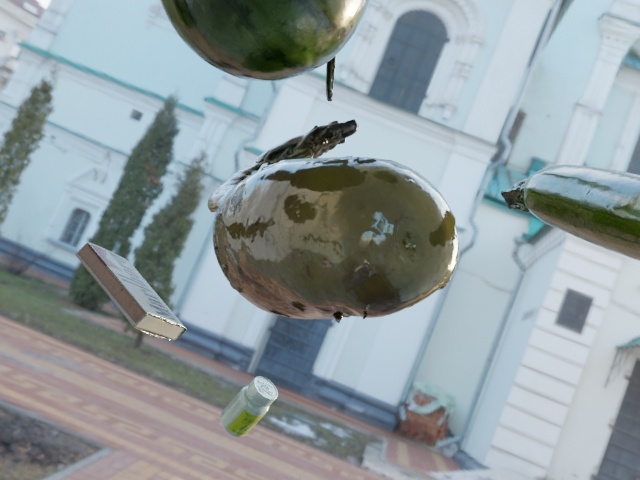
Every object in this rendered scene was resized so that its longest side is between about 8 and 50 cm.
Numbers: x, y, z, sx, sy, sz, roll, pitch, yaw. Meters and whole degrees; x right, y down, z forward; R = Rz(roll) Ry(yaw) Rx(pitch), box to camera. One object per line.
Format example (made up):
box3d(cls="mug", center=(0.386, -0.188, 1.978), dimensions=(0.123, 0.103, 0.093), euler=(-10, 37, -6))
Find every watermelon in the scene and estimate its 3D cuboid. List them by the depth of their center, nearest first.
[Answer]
box3d(cls="watermelon", center=(-0.039, -0.228, 0.627), dimensions=(0.188, 0.188, 0.214), euler=(16, -6, 42))

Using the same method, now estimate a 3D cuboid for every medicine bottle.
box3d(cls="medicine bottle", center=(-0.099, 0.230, 1.009), dimensions=(0.047, 0.083, 0.047), euler=(33, 24, -17))

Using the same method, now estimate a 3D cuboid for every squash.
box3d(cls="squash", center=(0.240, -0.029, 0.621), dimensions=(0.066, 0.066, 0.252), euler=(25, 6, -19))

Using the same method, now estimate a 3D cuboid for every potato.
box3d(cls="potato", center=(0.000, 0.000, 0.672), dimensions=(0.262, 0.165, 0.165), euler=(-3, -22, 38))

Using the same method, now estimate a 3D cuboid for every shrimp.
box3d(cls="shrimp", center=(-0.048, -0.090, 0.911), dimensions=(0.051, 0.217, 0.150), euler=(59, 9, -12))

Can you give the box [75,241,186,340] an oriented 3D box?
box3d(cls="box", center=(-0.294, 0.081, 1.135), dimensions=(0.177, 0.036, 0.115), euler=(42, 2, 30))
